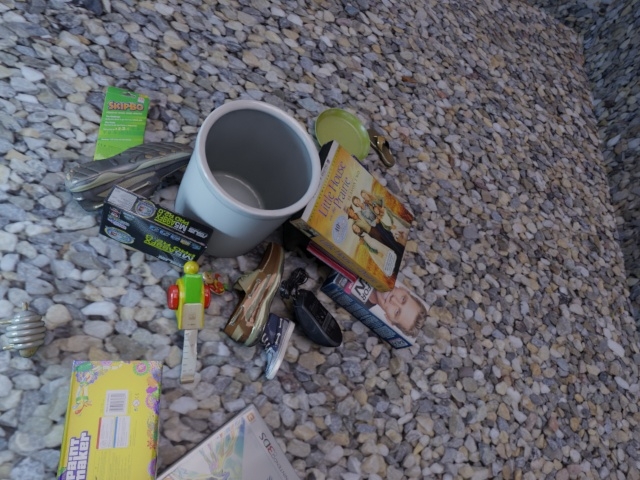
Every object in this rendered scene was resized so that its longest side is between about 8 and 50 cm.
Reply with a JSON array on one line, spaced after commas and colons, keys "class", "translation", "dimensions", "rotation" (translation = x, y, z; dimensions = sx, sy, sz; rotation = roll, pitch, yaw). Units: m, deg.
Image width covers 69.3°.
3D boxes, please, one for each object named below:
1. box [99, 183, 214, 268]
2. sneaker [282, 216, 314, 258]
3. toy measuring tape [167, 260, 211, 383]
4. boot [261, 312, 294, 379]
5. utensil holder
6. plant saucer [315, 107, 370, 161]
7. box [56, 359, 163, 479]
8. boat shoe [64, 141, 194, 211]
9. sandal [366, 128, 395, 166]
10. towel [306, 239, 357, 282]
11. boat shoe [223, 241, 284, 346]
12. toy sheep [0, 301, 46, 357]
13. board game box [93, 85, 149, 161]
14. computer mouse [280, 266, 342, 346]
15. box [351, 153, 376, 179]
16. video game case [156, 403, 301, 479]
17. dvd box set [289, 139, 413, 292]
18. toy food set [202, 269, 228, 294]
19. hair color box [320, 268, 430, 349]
[{"class": "box", "translation": [-0.445, -0.024, 1.247], "dimensions": [0.270, 0.216, 0.060], "rotation": [27, 59, -17]}, {"class": "sneaker", "translation": [0.000, 0.000, 1.556], "dimensions": [0.287, 0.109, 0.130], "rotation": [6, 79, -21]}, {"class": "toy measuring tape", "translation": [-0.367, 0.219, 1.281], "dimensions": [0.122, 0.121, 0.329], "rotation": [3, 92, -27]}, {"class": "boot", "translation": [-0.147, 0.310, 1.369], "dimensions": [0.086, 0.069, 0.189], "rotation": [26, 52, -9]}, {"class": "utensil holder", "translation": [-0.230, -0.149, 1.311], "dimensions": [0.328, 0.385, 0.327], "rotation": [11, 66, -25]}, {"class": "plant saucer", "translation": [0.080, -0.396, 1.784], "dimensions": [0.241, 0.037, 0.240], "rotation": [11, 65, -25]}, {"class": "box", "translation": [-0.467, 0.426, 1.017], "dimensions": [0.177, 0.279, 0.289], "rotation": [7, 67, -26]}, {"class": "boat shoe", "translation": [-0.528, -0.184, 1.325], "dimensions": [0.356, 0.130, 0.132], "rotation": [-22, 40, -23]}, {"class": "sandal", "translation": [0.250, -0.379, 1.860], "dimensions": [0.072, 0.049, 0.180], "rotation": [-32, 87, -34]}, {"class": "towel", "translation": [0.085, -0.024, 1.515], "dimensions": [0.199, 0.031, 0.274], "rotation": [35, 61, -13]}, {"class": "boat shoe", "translation": [-0.196, 0.145, 1.371], "dimensions": [0.120, 0.122, 0.323], "rotation": [22, 61, -14]}, {"class": "toy sheep", "translation": [-0.699, 0.212, 1.096], "dimensions": [0.091, 0.091, 0.131], "rotation": [-7, 92, -30]}, {"class": "board game box", "translation": [-0.598, -0.340, 1.401], "dimensions": [0.124, 0.039, 0.259], "rotation": [10, 69, -26]}, {"class": "computer mouse", "translation": [-0.035, 0.225, 1.440], "dimensions": [0.272, 0.072, 0.188], "rotation": [54, 22, -4]}, {"class": "box", "translation": [0.121, -0.177, 1.675], "dimensions": [0.207, 0.108, 0.153], "rotation": [47, 56, -4]}, {"class": "video game case", "translation": [-0.229, 0.649, 1.199], "dimensions": [0.329, 0.036, 0.299], "rotation": [-31, 86, -33]}, {"class": "dvd box set", "translation": [0.118, -0.070, 1.457], "dimensions": [0.420, 0.062, 0.307], "rotation": [39, 58, -29]}, {"class": "toy food set", "translation": [-0.308, 0.123, 1.355], "dimensions": [0.083, 0.020, 0.083], "rotation": [52, 17, 8]}, {"class": "hair color box", "translation": [0.189, 0.194, 1.565], "dimensions": [0.347, 0.105, 0.173], "rotation": [39, 58, -10]}]
